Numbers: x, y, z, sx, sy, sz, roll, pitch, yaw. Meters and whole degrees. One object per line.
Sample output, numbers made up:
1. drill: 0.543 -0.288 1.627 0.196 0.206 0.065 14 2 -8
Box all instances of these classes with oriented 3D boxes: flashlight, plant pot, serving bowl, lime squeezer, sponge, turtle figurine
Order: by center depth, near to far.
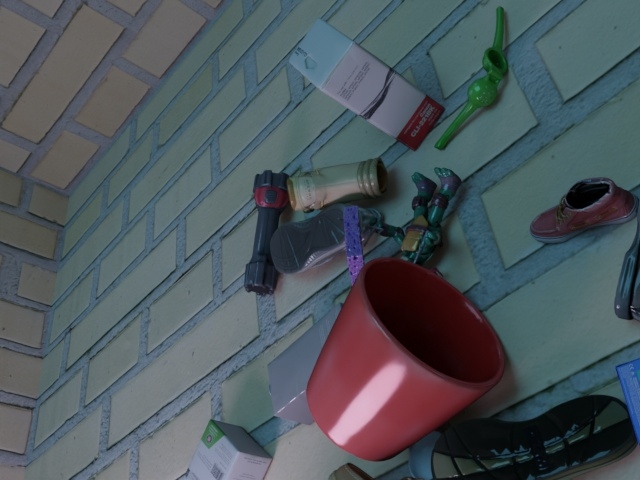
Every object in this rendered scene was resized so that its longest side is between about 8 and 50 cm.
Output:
1. serving bowl: 0.180 0.350 1.120 0.083 0.027 0.083 -41 30 30
2. plant pot: 0.117 0.204 1.124 0.243 0.274 0.275 -57 34 28
3. turtle figurine: 0.174 -0.019 1.289 0.175 0.118 0.234 7 64 44
4. sponge: 0.071 0.045 1.335 0.031 0.210 0.117 -7 52 4
5. lime squeezer: 0.320 -0.317 1.354 0.110 0.058 0.311 -158 91 -86
6. flashlight: -0.132 -0.018 1.719 0.103 0.103 0.304 -13 63 44

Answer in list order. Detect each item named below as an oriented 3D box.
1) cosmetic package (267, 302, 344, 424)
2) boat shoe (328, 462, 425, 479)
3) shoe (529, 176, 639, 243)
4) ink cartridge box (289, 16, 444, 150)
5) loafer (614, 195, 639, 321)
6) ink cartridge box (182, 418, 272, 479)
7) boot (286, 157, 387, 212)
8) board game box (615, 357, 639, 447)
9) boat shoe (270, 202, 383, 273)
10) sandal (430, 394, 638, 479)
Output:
1. cosmetic package: 0.006 0.244 1.360 0.238 0.107 0.127 -45 38 31
2. boat shoe: 0.151 0.418 1.054 0.341 0.121 0.110 22 83 46
3. shoe: 0.382 -0.048 1.061 0.178 0.081 0.064 -18 55 47
4. ink cartridge box: 0.094 -0.325 1.447 0.114 0.272 0.197 -55 36 14
5. loafer: 0.469 -0.016 0.932 0.084 0.096 0.268 15 91 37
6. ink cartridge box: -0.216 0.521 1.485 0.160 0.092 0.220 23 89 56
7. boot: 0.048 -0.123 1.525 0.203 0.262 0.095 -11 92 11
8. board game box: 0.474 0.191 0.820 0.210 0.047 0.160 -34 44 37
9. boat shoe: 0.000 -0.003 1.539 0.320 0.103 0.118 -28 71 48
10. sandal: 0.293 0.302 0.967 0.302 0.086 0.120 -21 46 27
